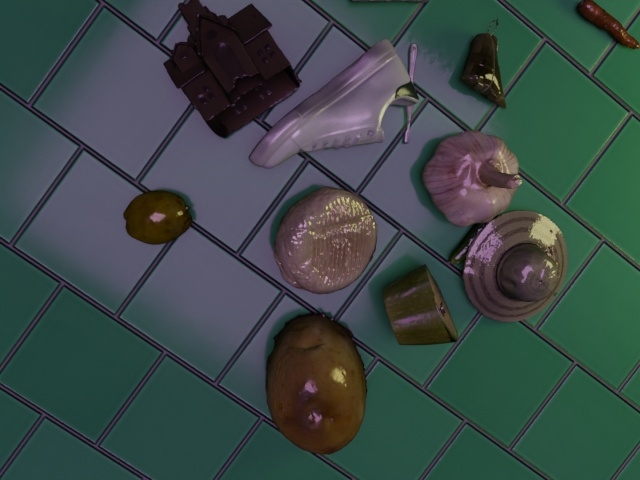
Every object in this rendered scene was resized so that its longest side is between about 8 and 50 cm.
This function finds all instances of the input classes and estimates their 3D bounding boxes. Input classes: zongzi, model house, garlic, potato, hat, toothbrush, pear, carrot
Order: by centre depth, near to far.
[{"bbox_3d":[-0.191,-0.360,1.227,0.211,0.204,0.243,-34,82,-1],"label":"model house"},{"bbox_3d":[0.314,-0.116,1.282,0.199,0.226,0.199,-2,99,-11],"label":"garlic"},{"bbox_3d":[-0.319,-0.046,1.286,0.131,0.107,0.107,-18,98,-13],"label":"pear"},{"bbox_3d":[-0.011,0.302,1.305,0.242,0.242,0.286,4,99,-6],"label":"potato"},{"bbox_3d":[0.185,-0.301,1.347,0.017,0.022,0.204,3,96,-16],"label":"toothbrush"},{"bbox_3d":[0.428,0.067,1.353,0.252,0.110,0.252,-3,104,-12],"label":"hat"},{"bbox_3d":[0.359,-0.366,1.354,0.130,0.062,0.154,24,77,-29],"label":"zongzi"},{"bbox_3d":[0.603,-0.449,1.367,0.165,0.035,0.036,31,93,-11],"label":"carrot"}]

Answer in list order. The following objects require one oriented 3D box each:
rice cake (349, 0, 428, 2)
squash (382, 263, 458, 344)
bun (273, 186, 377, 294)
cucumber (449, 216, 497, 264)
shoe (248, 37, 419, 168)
[{"bbox_3d":[0.127,-0.574,1.301,0.189,0.037,0.198,-1,97,-5],"label":"rice cake"},{"bbox_3d":[0.200,0.141,1.336,0.122,0.170,0.170,-18,98,8],"label":"squash"},{"bbox_3d":[0.000,0.000,1.306,0.220,0.134,0.220,-12,114,-28],"label":"bun"},{"bbox_3d":[0.328,-0.007,1.389,0.037,0.037,0.155,40,91,-9],"label":"cucumber"},{"bbox_3d":[0.035,-0.227,1.288,0.363,0.132,0.160,-40,98,-7],"label":"shoe"}]
